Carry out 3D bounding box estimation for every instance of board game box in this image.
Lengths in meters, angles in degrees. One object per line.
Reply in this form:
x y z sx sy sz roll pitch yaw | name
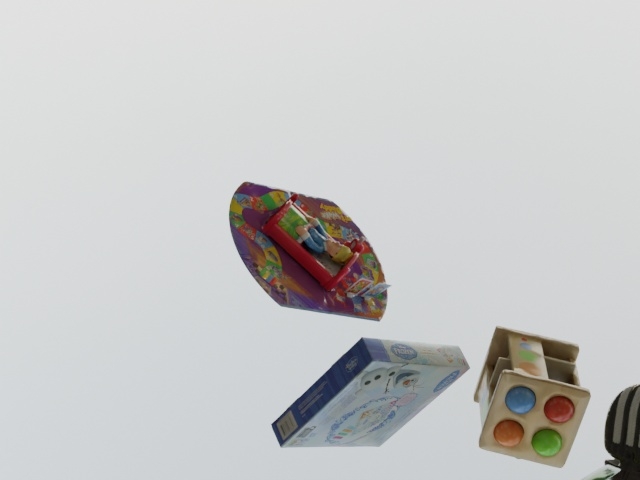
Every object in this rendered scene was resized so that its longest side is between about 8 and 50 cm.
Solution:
0.031 0.094 0.747 0.090 0.090 0.020 -46 -126 29 | board game box
0.000 0.000 1.060 0.033 0.168 0.133 -44 -130 34 | board game box

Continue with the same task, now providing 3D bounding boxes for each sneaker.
0.362 0.292 1.257 0.106 0.162 0.281 12 -89 59 | sneaker

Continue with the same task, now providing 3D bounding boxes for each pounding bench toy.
0.118 0.106 0.726 0.065 0.052 0.083 -81 -175 -65 | pounding bench toy

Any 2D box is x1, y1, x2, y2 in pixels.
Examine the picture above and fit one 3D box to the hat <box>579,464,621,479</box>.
0.166 0.273 0.812 0.173 0.208 0.183 -46 -110 38 | hat
